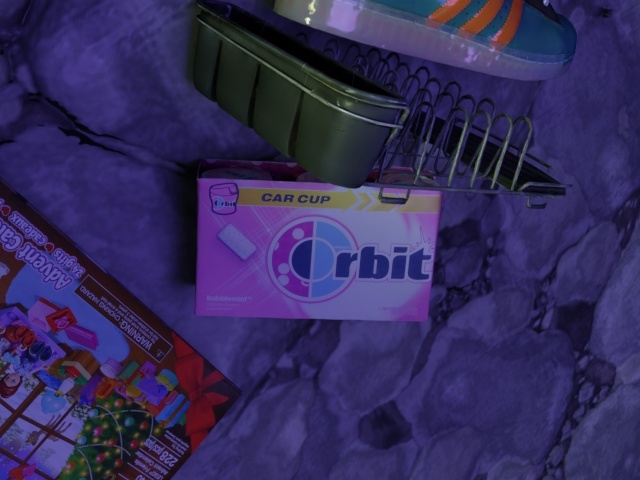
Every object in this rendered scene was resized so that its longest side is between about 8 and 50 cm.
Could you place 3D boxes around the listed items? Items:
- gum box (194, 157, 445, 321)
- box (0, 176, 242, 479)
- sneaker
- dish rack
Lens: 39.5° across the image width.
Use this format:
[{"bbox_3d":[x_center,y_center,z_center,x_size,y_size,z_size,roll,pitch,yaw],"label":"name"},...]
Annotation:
[{"bbox_3d":[0.000,0.000,0.680,0.189,0.062,0.107,2,109,-7],"label":"gum box"},{"bbox_3d":[-0.209,0.101,0.613,0.201,0.057,0.293,-50,130,-11],"label":"box"},{"bbox_3d":[0.109,-0.205,0.705,0.302,0.108,0.121,2,115,-38],"label":"sneaker"},{"bbox_3d":[0.055,-0.094,0.655,0.272,0.208,0.074,2,117,-40],"label":"dish rack"}]
